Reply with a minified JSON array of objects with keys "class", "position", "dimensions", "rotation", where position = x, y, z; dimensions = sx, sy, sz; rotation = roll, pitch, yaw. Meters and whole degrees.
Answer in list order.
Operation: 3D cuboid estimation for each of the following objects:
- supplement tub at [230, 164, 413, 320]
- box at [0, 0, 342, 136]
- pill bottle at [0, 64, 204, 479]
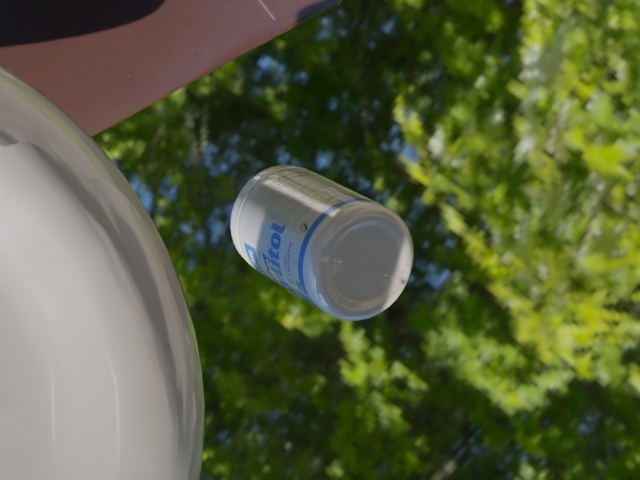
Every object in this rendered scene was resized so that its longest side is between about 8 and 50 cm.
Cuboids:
[{"class":"supplement tub","position":[0.000,0.000,0.987],"dimensions":[0.071,0.071,0.107],"rotation":[4,-168,-31]},{"class":"box","position":[-0.204,-0.125,0.858],"dimensions":[0.191,0.381,0.143],"rotation":[48,-164,-55]},{"class":"pill bottle","position":[-0.171,0.039,0.563],"dimensions":[0.210,0.210,0.363],"rotation":[21,177,-15]}]
